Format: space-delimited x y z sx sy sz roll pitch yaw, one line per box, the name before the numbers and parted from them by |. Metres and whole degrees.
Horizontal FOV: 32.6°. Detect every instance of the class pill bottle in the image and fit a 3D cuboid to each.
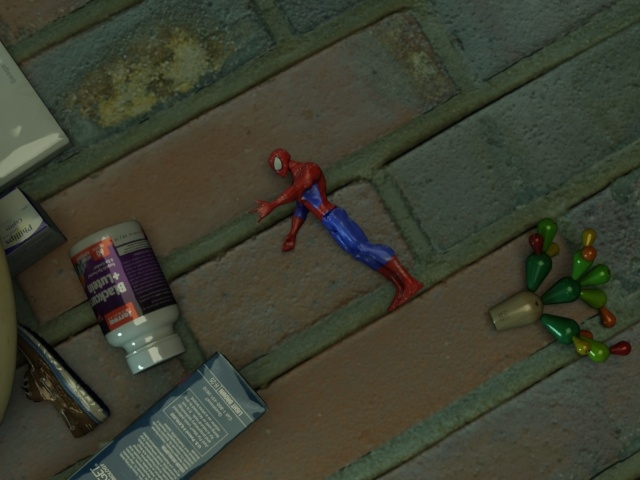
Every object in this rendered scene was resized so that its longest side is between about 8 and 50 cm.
pill bottle | -0.258 0.080 1.494 0.108 0.108 0.193 -25 84 -6

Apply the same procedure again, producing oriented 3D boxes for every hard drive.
hard drive | -0.535 -0.133 1.540 0.308 0.040 0.203 -35 86 -7

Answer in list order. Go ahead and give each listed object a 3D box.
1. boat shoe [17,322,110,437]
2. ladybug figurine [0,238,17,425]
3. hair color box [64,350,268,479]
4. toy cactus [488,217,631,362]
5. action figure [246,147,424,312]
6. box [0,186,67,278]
boat shoe | -0.372 0.192 1.494 0.066 0.066 0.183 -43 87 -6
ladybug figurine | -0.527 0.104 1.366 0.305 0.162 0.449 13 112 27
hair color box | -0.231 0.295 1.435 0.347 0.174 0.105 -41 86 -8
toy cactus | 0.329 0.084 1.544 0.181 0.112 0.219 -23 93 4
action figure | 0.000 0.000 1.528 0.139 0.091 0.280 -38 86 -16
box | -0.425 0.000 1.479 0.126 0.137 0.072 -36 85 -7
